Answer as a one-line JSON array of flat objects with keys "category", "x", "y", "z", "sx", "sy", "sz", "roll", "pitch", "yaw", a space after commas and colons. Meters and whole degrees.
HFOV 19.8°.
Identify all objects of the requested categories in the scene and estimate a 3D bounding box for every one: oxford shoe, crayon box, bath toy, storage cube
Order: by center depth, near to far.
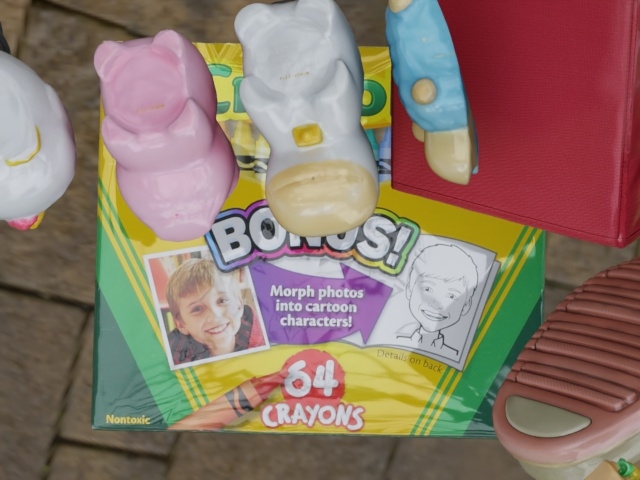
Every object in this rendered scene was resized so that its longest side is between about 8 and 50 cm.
[{"category": "oxford shoe", "x": 0.272, "y": 0.071, "z": 1.175, "sx": 0.397, "sy": 0.140, "sz": 0.146, "roll": -28, "pitch": 119, "yaw": -30}, {"category": "bath toy", "x": -0.077, "y": -0.067, "z": 1.178, "sx": 0.348, "sy": 0.129, "sz": 0.151, "roll": -7, "pitch": 79, "yaw": 9}, {"category": "storage cube", "x": 0.175, "y": -0.131, "z": 1.271, "sx": 0.184, "sy": 0.215, "sz": 0.193, "roll": -29, "pitch": 126, "yaw": -47}, {"category": "crayon box", "x": 0.000, "y": 0.000, "z": 1.505, "sx": 0.363, "sy": 0.106, "sz": 0.313, "roll": 1, "pitch": 89, "yaw": 0}]

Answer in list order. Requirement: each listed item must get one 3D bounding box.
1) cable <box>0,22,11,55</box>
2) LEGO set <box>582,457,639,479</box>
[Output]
[{"category": "cable", "x": -0.293, "y": -0.183, "z": 1.388, "sx": 0.047, "sy": 0.184, "sz": 0.150, "roll": -36, "pitch": 127, "yaw": 7}, {"category": "LEGO set", "x": 0.222, "y": 0.199, "z": 0.904, "sx": 0.132, "sy": 0.287, "sz": 0.107, "roll": 17, "pitch": 123, "yaw": -17}]
